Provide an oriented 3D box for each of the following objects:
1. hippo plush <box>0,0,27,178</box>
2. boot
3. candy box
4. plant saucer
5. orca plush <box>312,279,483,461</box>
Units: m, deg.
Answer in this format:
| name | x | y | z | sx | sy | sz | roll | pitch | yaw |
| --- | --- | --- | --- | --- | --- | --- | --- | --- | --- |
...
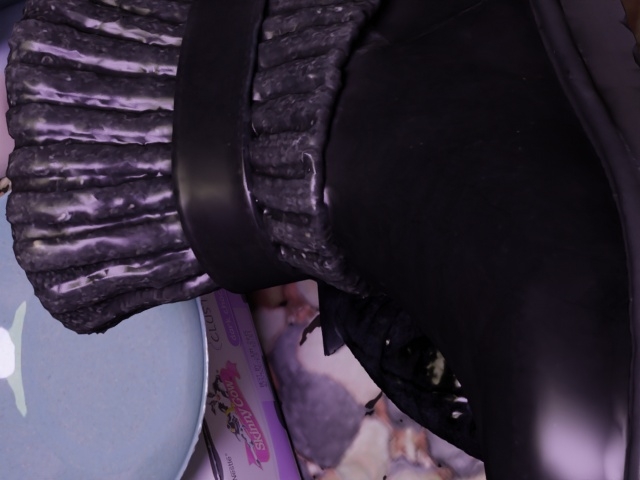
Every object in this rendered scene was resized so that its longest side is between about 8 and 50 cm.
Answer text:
| name | x | y | z | sx | sy | sz | roll | pitch | yaw |
| --- | --- | --- | --- | --- | --- | --- | --- | --- | --- |
| hippo plush | -0.210 | -0.197 | 0.707 | 0.236 | 0.234 | 0.294 | 19 | 100 | 33 |
| boot | 0.001 | 0.002 | 0.502 | 0.260 | 0.131 | 0.348 | -8 | 42 | 5 |
| candy box | -0.122 | 0.099 | 0.734 | 0.196 | 0.070 | 0.165 | -26 | 74 | 32 |
| plant saucer | -0.123 | 0.062 | 0.668 | 0.195 | 0.037 | 0.195 | -2 | 86 | 35 |
| orca plush | 0.091 | 0.046 | 0.566 | 0.287 | 0.102 | 0.151 | 28 | 104 | 33 |
